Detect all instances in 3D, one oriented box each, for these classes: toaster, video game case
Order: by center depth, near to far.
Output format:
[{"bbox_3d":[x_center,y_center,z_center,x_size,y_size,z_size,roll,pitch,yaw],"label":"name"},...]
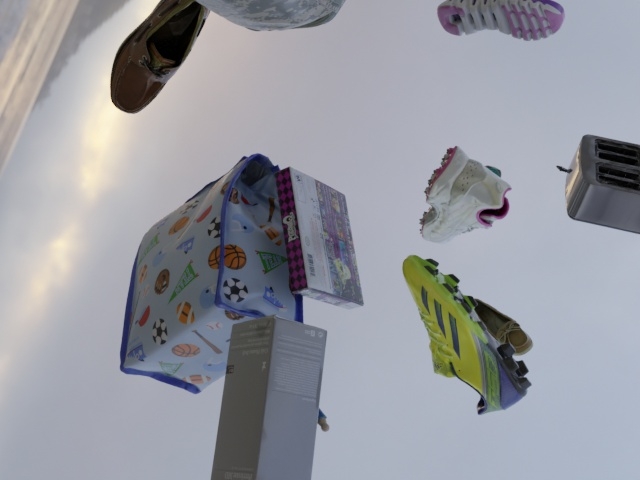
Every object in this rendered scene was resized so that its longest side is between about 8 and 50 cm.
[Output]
[{"bbox_3d":[0.000,0.000,1.710,0.042,0.210,0.232,-19,-110,26],"label":"video game case"},{"bbox_3d":[0.573,-0.113,1.846,0.168,0.186,0.110,-73,175,-46],"label":"toaster"}]

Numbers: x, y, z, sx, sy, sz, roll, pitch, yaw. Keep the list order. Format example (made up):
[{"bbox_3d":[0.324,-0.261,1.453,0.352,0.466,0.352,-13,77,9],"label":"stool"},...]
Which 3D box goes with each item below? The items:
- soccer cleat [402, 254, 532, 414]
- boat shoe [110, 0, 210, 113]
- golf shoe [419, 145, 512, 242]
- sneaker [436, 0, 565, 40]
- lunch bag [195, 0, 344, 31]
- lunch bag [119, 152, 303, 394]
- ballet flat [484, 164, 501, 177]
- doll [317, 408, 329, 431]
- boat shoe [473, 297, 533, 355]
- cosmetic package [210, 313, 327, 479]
[{"bbox_3d":[0.202,0.150,1.411,0.121,0.289,0.093,-36,-168,18],"label":"soccer cleat"},{"bbox_3d":[-0.312,-0.358,1.756,0.307,0.111,0.104,-54,-153,24],"label":"boat shoe"},{"bbox_3d":[0.254,-0.050,1.636,0.115,0.140,0.306,-61,168,-15],"label":"golf shoe"},{"bbox_3d":[0.335,-0.433,1.693,0.236,0.095,0.104,13,-121,31],"label":"sneaker"},{"bbox_3d":[-0.115,-0.425,1.313,0.256,0.305,0.212,31,-80,26],"label":"lunch bag"},{"bbox_3d":[-0.201,0.054,1.786,0.328,0.239,0.385,-33,-134,34],"label":"lunch bag"},{"bbox_3d":[0.299,-0.099,1.903,0.168,0.057,0.052,-40,-175,18],"label":"ballet flat"},{"bbox_3d":[-0.047,0.312,1.611,0.189,0.129,0.046,-68,165,-52],"label":"doll"},{"bbox_3d":[0.323,0.155,1.676,0.056,0.048,0.153,-37,-143,-5],"label":"boat shoe"},{"bbox_3d":[-0.073,0.237,1.318,0.127,0.107,0.237,-18,-122,52],"label":"cosmetic package"}]
